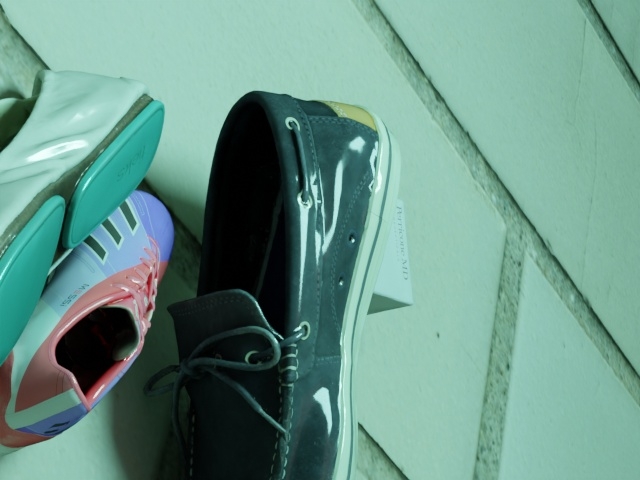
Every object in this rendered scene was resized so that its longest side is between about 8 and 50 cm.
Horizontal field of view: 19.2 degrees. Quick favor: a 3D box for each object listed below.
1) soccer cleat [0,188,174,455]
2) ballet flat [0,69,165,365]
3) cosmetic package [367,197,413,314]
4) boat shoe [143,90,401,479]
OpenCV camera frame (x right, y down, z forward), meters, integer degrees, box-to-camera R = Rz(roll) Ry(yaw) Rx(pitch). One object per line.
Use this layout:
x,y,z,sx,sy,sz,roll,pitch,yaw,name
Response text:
-0.170,0.055,1.490,0.109,0.116,0.318,64,31,-20,soccer cleat
-0.237,-0.022,1.402,0.139,0.139,0.400,65,25,-20,ballet flat
0.000,0.000,1.847,0.231,0.085,0.117,15,65,-56,cosmetic package
-0.057,0.101,1.593,0.156,0.186,0.500,23,69,-34,boat shoe
